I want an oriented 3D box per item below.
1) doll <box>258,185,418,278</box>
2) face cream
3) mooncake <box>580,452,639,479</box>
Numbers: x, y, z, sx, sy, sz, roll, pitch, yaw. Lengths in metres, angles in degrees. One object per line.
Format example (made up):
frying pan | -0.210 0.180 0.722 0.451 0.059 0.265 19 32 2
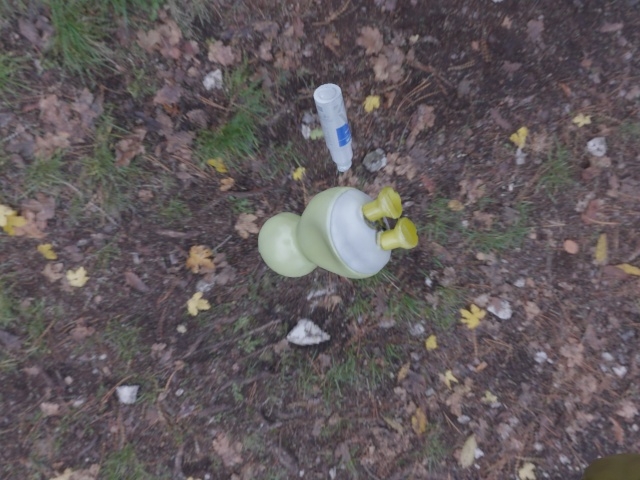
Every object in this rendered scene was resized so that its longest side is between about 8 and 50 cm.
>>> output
doll | 0.007 -0.008 1.036 0.117 0.296 0.141 -47 115 -32
face cream | 0.020 -0.136 0.873 0.034 0.130 0.034 -6 54 8
mooncake | 0.253 0.212 0.379 0.235 0.235 0.117 17 102 1
